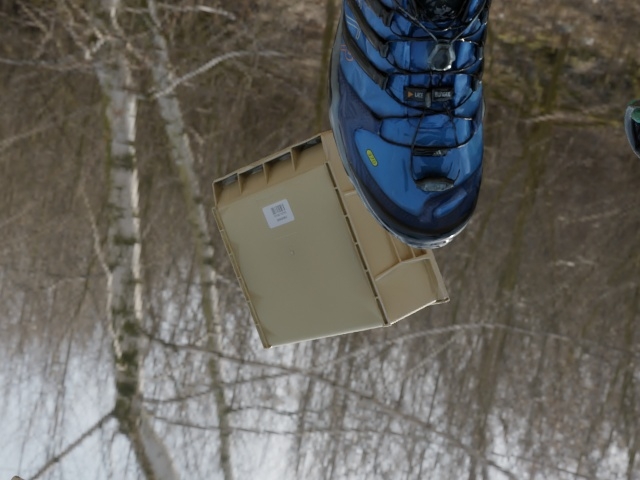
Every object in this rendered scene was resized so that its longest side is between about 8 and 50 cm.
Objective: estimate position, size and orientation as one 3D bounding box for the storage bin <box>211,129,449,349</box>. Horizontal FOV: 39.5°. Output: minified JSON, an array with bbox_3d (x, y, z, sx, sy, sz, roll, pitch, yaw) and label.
[{"bbox_3d":[0.000,0.000,1.220,0.123,0.260,0.262,-22,-176,-42],"label":"storage bin"}]

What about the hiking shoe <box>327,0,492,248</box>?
[{"bbox_3d":[0.058,-0.135,0.586,0.113,0.303,0.132,-7,-167,-1],"label":"hiking shoe"}]

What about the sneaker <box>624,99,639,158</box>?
[{"bbox_3d":[0.526,-0.198,1.242,0.178,0.295,0.123,-30,-110,-27],"label":"sneaker"}]

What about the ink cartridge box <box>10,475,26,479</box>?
[{"bbox_3d":[-0.371,0.388,1.020,0.092,0.218,0.158,33,-132,-4],"label":"ink cartridge box"}]
